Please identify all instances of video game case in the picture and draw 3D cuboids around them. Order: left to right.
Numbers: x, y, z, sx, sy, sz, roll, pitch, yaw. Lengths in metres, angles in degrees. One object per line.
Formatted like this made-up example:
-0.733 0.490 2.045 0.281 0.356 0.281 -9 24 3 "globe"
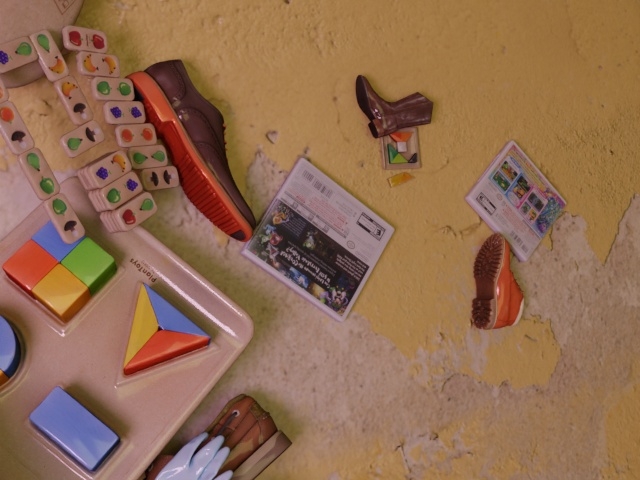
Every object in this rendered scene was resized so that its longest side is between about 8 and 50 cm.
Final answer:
0.000 0.000 1.127 0.190 0.022 0.173 37 71 -19 "video game case"
0.337 -0.068 1.290 0.157 0.019 0.143 45 69 -14 "video game case"

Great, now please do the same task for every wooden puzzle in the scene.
-0.300 0.131 0.896 0.322 0.080 0.348 39 71 2 "wooden puzzle"
0.130 -0.147 1.204 0.078 0.014 0.116 -12 90 -25 "wooden puzzle"

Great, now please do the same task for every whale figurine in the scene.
-0.367 -0.315 0.912 0.141 0.216 0.272 27 69 20 "whale figurine"

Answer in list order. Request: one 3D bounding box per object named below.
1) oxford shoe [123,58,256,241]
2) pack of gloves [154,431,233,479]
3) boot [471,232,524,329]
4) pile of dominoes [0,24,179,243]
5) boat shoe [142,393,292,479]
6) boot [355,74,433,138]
-0.154 -0.125 1.029 0.098 0.097 0.271 -37 101 -29 "oxford shoe"
-0.235 0.292 0.915 0.195 0.046 0.232 31 67 28 "pack of gloves"
0.300 0.068 1.243 0.084 0.059 0.158 5 92 -27 "boot"
-0.274 -0.135 0.901 0.196 0.040 0.251 -43 116 -44 "pile of dominoes"
-0.184 0.326 0.978 0.307 0.111 0.104 -37 78 -26 "boat shoe"
0.119 -0.222 1.188 0.114 0.037 0.106 -21 96 -21 "boot"
